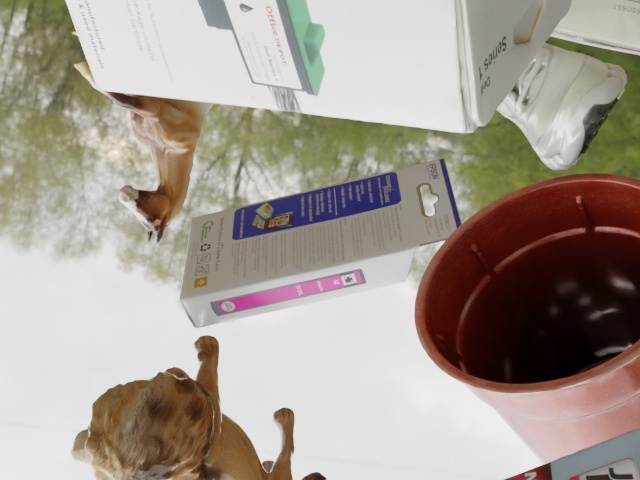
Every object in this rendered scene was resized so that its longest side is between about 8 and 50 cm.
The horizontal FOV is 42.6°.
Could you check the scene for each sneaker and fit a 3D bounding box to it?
[{"bbox_3d":[0.204,-0.149,0.794,0.118,0.110,0.292,29,-164,-6],"label":"sneaker"}]

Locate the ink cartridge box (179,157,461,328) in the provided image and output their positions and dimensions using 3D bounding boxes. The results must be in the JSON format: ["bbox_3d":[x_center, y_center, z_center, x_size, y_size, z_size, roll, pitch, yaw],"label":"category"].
[{"bbox_3d":[0.000,0.000,1.095,0.371,0.069,0.175,-15,-142,10],"label":"ink cartridge box"}]

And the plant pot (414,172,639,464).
[{"bbox_3d":[0.276,0.119,0.847,0.265,0.272,0.272,54,173,-33],"label":"plant pot"}]

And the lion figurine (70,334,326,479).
[{"bbox_3d":[-0.121,0.282,1.034,0.392,0.142,0.240,42,-158,-23],"label":"lion figurine"}]

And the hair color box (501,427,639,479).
[{"bbox_3d":[0.101,0.273,0.532,0.185,0.374,0.113,41,-146,-25],"label":"hair color box"}]

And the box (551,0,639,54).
[{"bbox_3d":[0.196,-0.201,0.572,0.094,0.113,0.275,15,-158,9],"label":"box"}]

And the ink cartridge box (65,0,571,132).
[{"bbox_3d":[0.002,-0.141,0.425,0.220,0.092,0.160,10,-138,28],"label":"ink cartridge box"}]

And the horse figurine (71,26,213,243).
[{"bbox_3d":[-0.136,-0.153,0.729,0.066,0.263,0.174,-8,138,27],"label":"horse figurine"}]
